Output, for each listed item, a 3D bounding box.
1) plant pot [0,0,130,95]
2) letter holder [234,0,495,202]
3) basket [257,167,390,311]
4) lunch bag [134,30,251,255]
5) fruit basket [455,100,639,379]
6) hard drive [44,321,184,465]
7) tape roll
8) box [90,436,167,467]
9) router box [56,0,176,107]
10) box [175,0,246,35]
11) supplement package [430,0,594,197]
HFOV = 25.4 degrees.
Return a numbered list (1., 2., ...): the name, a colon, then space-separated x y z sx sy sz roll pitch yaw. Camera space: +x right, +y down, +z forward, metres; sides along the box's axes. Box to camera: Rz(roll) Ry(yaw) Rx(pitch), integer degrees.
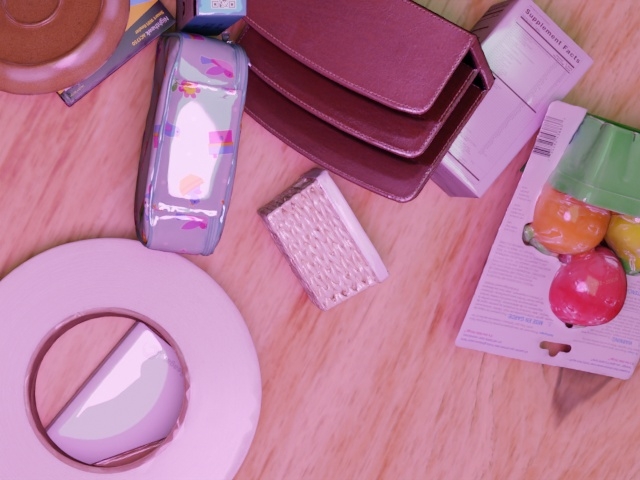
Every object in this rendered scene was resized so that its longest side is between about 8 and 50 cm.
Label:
1. plant pot: -0.357 -0.296 1.771 0.236 0.032 0.236 -1 72 3
2. letter holder: 0.028 -0.210 1.782 0.302 0.152 0.214 32 86 21
3. basket: 0.000 0.000 1.878 0.103 0.113 0.167 -32 99 -6
4. lunch bag: -0.164 -0.128 1.779 0.108 0.224 0.279 9 96 -12
5. fruit basket: 0.364 0.005 1.939 0.327 0.165 0.353 12 109 -31
6. hard drive: -0.261 0.286 1.867 0.203 0.040 0.307 41 84 -12
7. tape roll: -0.267 0.191 1.797 0.392 0.072 0.392 0 81 -3
8. box: -0.234 0.373 1.846 0.164 0.021 0.201 -19 98 -11
9. router box: -0.296 -0.278 1.827 0.179 0.046 0.133 -40 100 -8
10. box: -0.139 -0.315 1.760 0.060 0.244 0.100 -1 93 -12
11. supplement package: 0.224 -0.191 1.907 0.139 0.134 0.244 42 84 -11
